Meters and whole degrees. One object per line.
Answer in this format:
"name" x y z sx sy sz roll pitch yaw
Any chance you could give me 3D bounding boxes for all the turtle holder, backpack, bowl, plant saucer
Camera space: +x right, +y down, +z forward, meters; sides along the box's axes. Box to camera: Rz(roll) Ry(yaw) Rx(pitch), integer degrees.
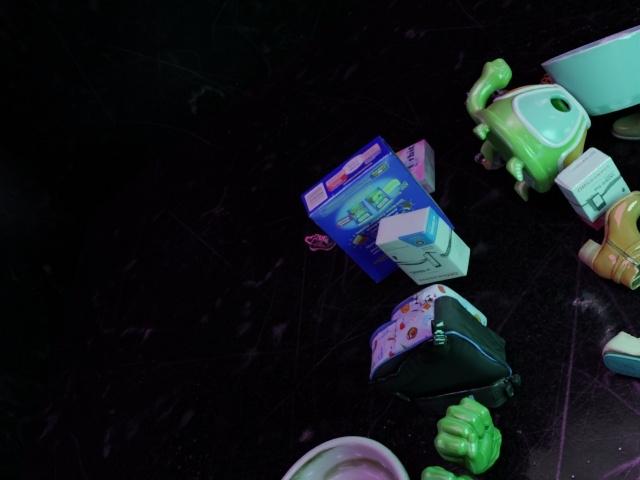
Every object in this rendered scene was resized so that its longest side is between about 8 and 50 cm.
"turtle holder" 0.508 -0.278 1.674 0.227 0.243 0.320 -40 46 9
"backpack" 0.236 0.239 1.449 0.263 0.277 0.213 -36 29 27
"bowl" 0.707 -0.403 1.612 0.312 0.163 0.311 -21 8 3
"plant saucer" 0.044 0.612 1.400 0.401 0.100 0.400 -29 38 25

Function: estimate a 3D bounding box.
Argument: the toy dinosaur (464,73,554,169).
"toy dinosaur" 0.532 -0.336 1.855 0.322 0.164 0.218 -35 45 -16

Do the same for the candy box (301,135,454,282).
"candy box" 0.154 -0.075 1.800 0.268 0.317 0.122 -37 33 13

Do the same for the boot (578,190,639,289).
"boot" 0.648 0.002 1.400 0.197 0.073 0.152 -56 31 8

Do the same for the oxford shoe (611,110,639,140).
"oxford shoe" 0.773 -0.295 1.548 0.227 0.096 0.082 -14 47 43

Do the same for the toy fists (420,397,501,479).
"toy fists" 0.263 0.442 1.296 0.096 0.142 0.279 -1 55 48

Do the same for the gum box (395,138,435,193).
"gum box" 0.281 -0.202 2.025 0.107 0.062 0.188 -24 39 31

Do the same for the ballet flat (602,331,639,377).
"ballet flat" 0.623 0.218 1.199 0.086 0.086 0.248 -55 33 -12

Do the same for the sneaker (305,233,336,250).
"sneaker" 0.000 0.000 2.130 0.119 0.057 0.047 -12 45 39

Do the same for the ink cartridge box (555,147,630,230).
"ink cartridge box" 0.604 -0.113 1.491 0.109 0.150 0.063 -42 33 7

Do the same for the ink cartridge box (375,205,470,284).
"ink cartridge box" 0.259 0.017 1.693 0.148 0.203 0.085 -16 46 39
